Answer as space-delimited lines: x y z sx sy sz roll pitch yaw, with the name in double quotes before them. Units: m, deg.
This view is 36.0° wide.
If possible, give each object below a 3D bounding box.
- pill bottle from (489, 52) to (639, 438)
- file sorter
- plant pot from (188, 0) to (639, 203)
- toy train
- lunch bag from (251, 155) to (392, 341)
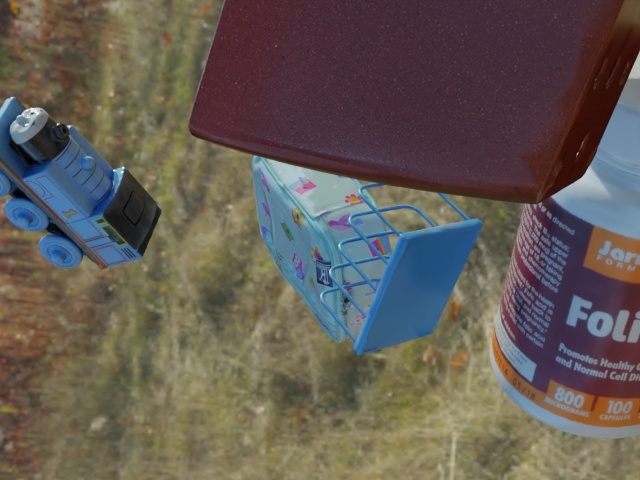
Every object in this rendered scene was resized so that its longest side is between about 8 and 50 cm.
"pill bottle" 0.323 0.002 1.051 0.224 0.224 0.392 -105 16 -52
"file sorter" 0.085 0.026 1.133 0.104 0.118 0.170 48 134 36
"plant pot" 0.102 -0.161 0.707 0.267 0.235 0.268 -21 -46 -63
"toy train" -0.231 -0.048 0.882 0.105 0.184 0.080 -15 41 29
"lunch bag" 0.000 0.000 1.377 0.279 0.107 0.224 53 155 43
